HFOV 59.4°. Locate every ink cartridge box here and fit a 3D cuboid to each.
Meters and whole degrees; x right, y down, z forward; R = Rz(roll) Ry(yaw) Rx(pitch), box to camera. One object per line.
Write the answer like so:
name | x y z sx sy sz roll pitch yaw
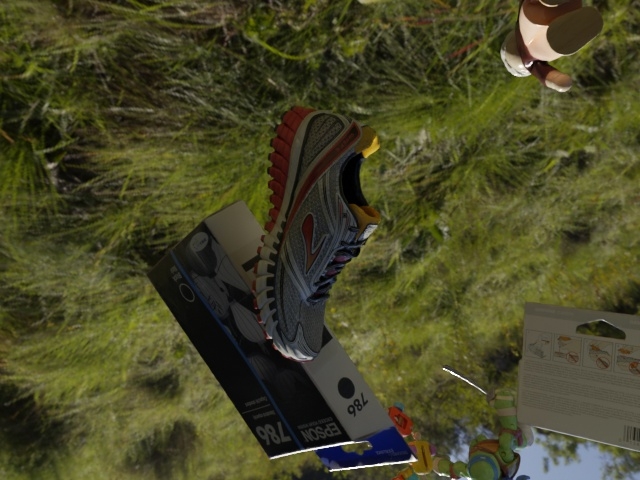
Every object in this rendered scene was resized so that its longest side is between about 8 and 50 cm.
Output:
ink cartridge box | -0.051 0.133 0.617 0.065 0.332 0.165 -37 -178 -44
ink cartridge box | 0.508 0.243 1.023 0.060 0.275 0.238 -2 96 -56

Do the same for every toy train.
toy train | 0.131 0.365 0.938 0.046 0.125 0.166 -40 -159 44

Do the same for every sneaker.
sneaker | 0.000 0.000 0.487 0.088 0.093 0.225 -22 120 -70

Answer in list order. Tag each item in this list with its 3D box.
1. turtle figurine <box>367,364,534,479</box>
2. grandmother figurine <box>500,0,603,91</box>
turtle figurine | 0.286 0.355 1.057 0.266 0.275 0.197 27 84 -57
grandmother figurine | 0.358 -0.342 0.920 0.342 0.104 0.207 -27 112 -79
